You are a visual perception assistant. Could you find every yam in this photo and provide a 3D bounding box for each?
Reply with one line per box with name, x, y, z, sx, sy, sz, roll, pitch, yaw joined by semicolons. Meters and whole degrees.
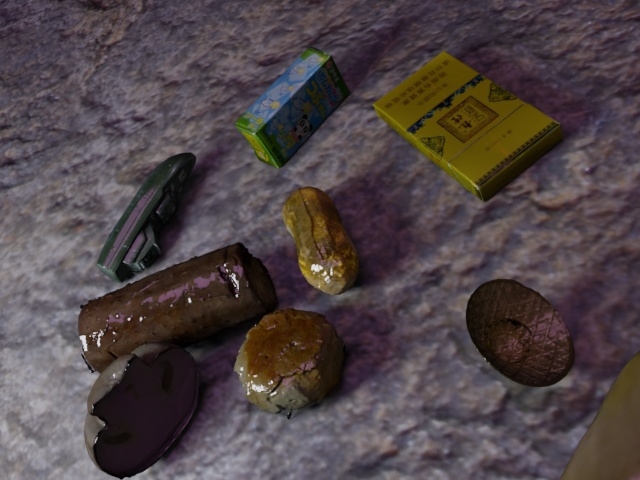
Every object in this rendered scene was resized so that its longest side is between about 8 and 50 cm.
yam;-0.213;0.097;1.173;0.279;0.131;0.131;-22;48;9

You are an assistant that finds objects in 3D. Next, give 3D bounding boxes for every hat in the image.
hat;0.226;0.125;0.970;0.146;0.067;0.146;12;52;-16

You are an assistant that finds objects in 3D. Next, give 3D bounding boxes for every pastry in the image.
pastry;-0.042;0.157;1.066;0.153;0.081;0.153;-18;48;20

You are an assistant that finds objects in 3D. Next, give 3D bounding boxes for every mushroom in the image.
mushroom;-0.256;0.225;1.093;0.117;0.141;0.188;-2;48;53

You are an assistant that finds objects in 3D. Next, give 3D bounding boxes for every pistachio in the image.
pistachio;0.319;0.238;0.768;0.166;0.197;0.288;41;53;1

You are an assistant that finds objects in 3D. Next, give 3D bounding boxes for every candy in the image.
candy;-0.045;-0.225;1.353;0.194;0.097;0.062;-48;47;-13

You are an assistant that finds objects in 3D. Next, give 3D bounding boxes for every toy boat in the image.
toy boat;-0.281;-0.044;1.353;0.085;0.078;0.261;24;68;12

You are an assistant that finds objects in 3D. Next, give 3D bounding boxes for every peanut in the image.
peanut;0.000;0.000;1.165;0.087;0.087;0.207;-28;45;5

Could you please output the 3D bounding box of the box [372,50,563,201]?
box;0.217;-0.184;1.225;0.153;0.041;0.279;-37;47;-5
